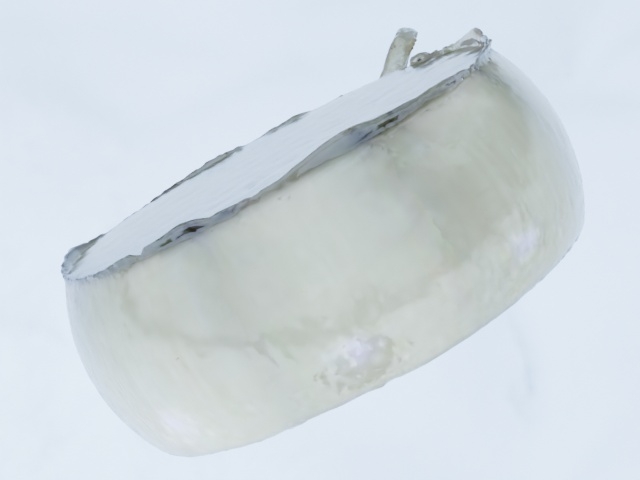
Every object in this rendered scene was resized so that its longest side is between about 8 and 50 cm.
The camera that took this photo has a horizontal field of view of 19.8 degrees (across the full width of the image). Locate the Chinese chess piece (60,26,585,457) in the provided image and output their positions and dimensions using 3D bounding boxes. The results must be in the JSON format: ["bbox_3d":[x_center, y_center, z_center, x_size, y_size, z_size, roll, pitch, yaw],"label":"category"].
[{"bbox_3d":[0.000,0.000,1.157,0.338,0.140,0.338,-28,8,4],"label":"Chinese chess piece"}]

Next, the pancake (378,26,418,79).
[{"bbox_3d":[0.055,-0.116,1.546,0.022,0.139,0.139,16,43,2],"label":"pancake"}]
